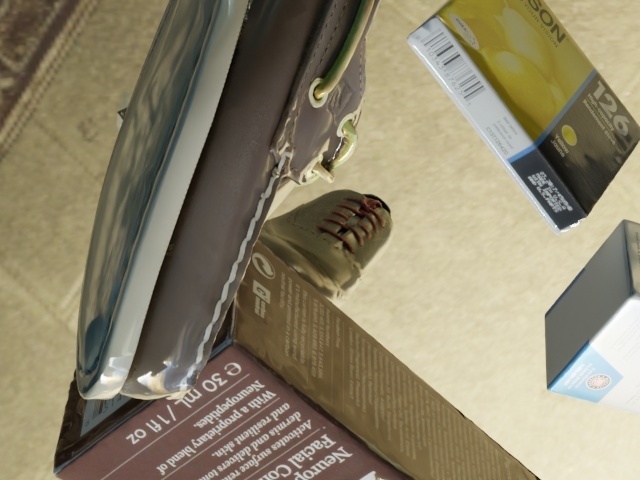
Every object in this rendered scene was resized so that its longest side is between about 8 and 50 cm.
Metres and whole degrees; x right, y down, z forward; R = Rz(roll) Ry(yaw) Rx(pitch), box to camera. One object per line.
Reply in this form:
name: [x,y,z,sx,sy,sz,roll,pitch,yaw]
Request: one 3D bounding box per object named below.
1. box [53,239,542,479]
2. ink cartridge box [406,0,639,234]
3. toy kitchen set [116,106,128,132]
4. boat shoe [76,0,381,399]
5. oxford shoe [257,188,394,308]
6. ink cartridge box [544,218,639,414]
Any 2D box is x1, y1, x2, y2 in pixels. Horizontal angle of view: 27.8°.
box: [0.005,0.189,0.991,0.191,0.143,0.381,-38,118,24]
ink cartridge box: [0.279,-0.207,1.617,0.303,0.307,0.072,50,136,-8]
toy kitchen set: [-0.182,-0.113,1.486,0.083,0.075,0.068,53,154,20]
boat shoe: [-0.022,-0.080,0.562,0.116,0.096,0.324,-12,61,64]
oxford shoe: [0.000,0.000,1.263,0.123,0.348,0.130,44,100,0]
ink cartridge box: [0.468,0.121,1.624,0.307,0.129,0.223,16,138,-11]
